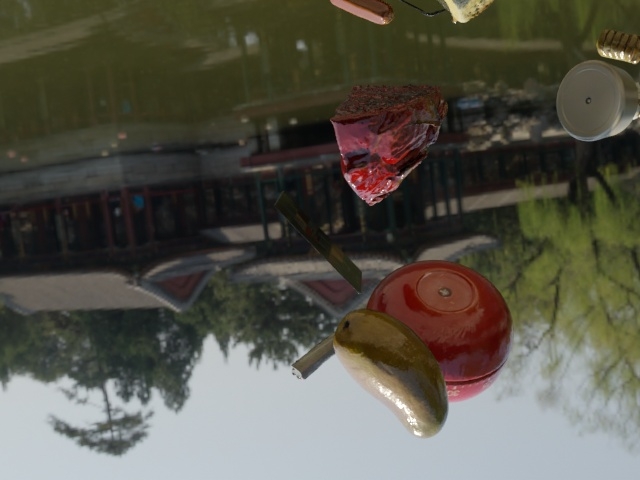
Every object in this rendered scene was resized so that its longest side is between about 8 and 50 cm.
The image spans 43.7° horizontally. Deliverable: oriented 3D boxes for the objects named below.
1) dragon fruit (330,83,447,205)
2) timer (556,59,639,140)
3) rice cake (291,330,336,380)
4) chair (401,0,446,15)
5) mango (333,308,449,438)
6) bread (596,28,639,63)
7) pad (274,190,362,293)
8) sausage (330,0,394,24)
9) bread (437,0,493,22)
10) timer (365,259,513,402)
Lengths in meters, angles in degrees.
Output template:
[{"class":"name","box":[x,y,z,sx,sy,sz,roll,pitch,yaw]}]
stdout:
[{"class":"dragon fruit","box":[0.151,-0.233,1.876,0.302,0.330,0.240,-13,-132,-9]},{"class":"timer","box":[0.690,-0.314,1.821,0.265,0.175,0.175,-4,-178,-36]},{"class":"rice cake","box":[0.016,0.245,1.799,0.047,0.036,0.206,32,-131,30]},{"class":"chair","box":[0.227,-0.642,1.904,0.145,0.140,0.221,-29,-136,-36]},{"class":"mango","box":[0.111,0.194,1.173,0.136,0.228,0.099,-28,-168,46]},{"class":"bread","box":[0.502,-0.326,1.339,0.033,0.049,0.088,-25,-140,-38]},{"class":"pad","box":[0.000,0.000,1.407,0.003,0.211,0.143,-42,-172,13]},{"class":"sausage","box":[0.081,-0.450,1.526,0.131,0.039,0.041,28,154,18]},{"class":"bread","box":[0.288,-0.634,1.579,0.279,0.279,0.207,-39,156,10]},{"class":"timer","box":[0.295,0.221,2.017,0.377,0.279,0.378,4,-139,-4]}]
